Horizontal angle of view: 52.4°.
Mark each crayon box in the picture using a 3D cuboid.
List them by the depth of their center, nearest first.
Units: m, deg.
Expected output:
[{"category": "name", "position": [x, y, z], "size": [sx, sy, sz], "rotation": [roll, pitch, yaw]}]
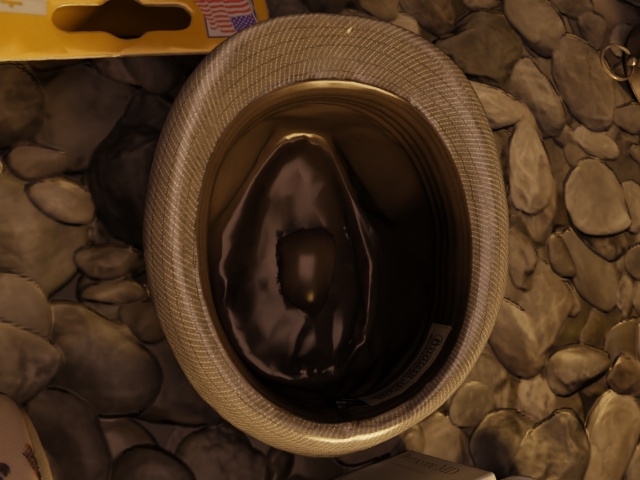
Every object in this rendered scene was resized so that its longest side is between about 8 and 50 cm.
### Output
[{"category": "crayon box", "position": [-0.165, -0.266, 0.472], "size": [0.203, 0.083, 0.323], "rotation": [-8, 81, -21]}]

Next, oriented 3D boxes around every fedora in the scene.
[{"category": "fedora", "position": [0.000, 0.000, 0.453], "size": [0.244, 0.124, 0.275], "rotation": [-7, 90, -19]}]

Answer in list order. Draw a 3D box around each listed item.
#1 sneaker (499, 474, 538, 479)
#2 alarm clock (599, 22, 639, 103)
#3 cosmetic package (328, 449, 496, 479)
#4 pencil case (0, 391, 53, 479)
[{"category": "sneaker", "position": [0.146, 0.292, 0.463], "size": [0.090, 0.095, 0.235], "rotation": [17, 72, -14]}, {"category": "alarm clock", "position": [0.363, -0.180, 0.658], "size": [0.192, 0.064, 0.129], "rotation": [-5, 81, -17]}, {"category": "cosmetic package", "position": [-0.003, 0.213, 0.414], "size": [0.231, 0.117, 0.085], "rotation": [-14, 85, -23]}, {"category": "pencil case", "position": [-0.313, 0.098, 0.216], "size": [0.410, 0.183, 0.160], "rotation": [27, 94, -43]}]
